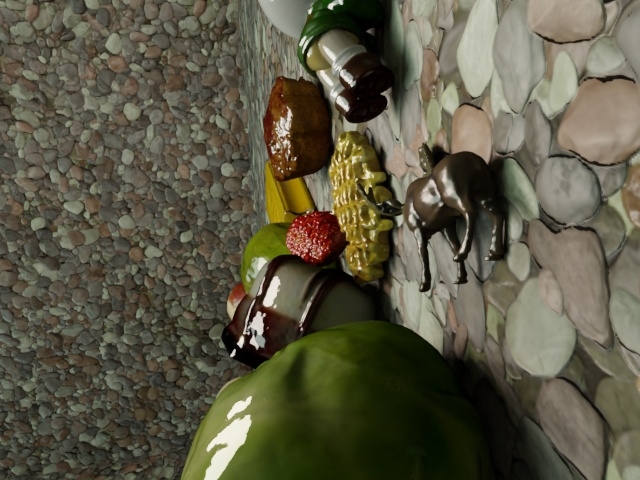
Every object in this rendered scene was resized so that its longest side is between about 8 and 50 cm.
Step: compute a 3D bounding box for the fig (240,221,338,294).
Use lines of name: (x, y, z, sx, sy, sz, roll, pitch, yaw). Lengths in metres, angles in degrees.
fig: (-0.068, 0.097, 1.238, 0.314, 0.232, 0.233, -105, 13, -60)

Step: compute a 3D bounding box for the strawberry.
strawberry: (0.003, 0.002, 1.105, 0.148, 0.131, 0.131, 44, 143, 43)

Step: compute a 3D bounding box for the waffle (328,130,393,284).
waffle: (0.063, -0.061, 0.942, 0.253, 0.056, 0.249, -117, 24, -54)

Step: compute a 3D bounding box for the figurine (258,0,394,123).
figurine: (0.003, -0.348, 0.815, 0.281, 0.167, 0.370, 97, 154, -64)

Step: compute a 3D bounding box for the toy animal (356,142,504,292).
toy animal: (0.124, -0.040, 0.608, 0.214, 0.093, 0.186, 125, 133, -62)

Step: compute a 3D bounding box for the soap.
soap: (-0.090, -0.080, 1.565, 0.324, 0.096, 0.204, -113, 21, -54)

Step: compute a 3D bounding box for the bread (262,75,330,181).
bread: (-0.060, -0.254, 1.223, 0.247, 0.135, 0.232, -119, 25, -62)

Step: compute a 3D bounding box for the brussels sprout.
brussels sprout: (0.033, 0.278, 0.632, 0.361, 0.342, 0.425, -56, -14, 13)

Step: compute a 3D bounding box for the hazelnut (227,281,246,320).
hazelnut: (-0.123, 0.190, 1.510, 0.241, 0.261, 0.261, -7, 89, 53)

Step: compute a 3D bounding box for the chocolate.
chocolate: (-0.024, 0.128, 0.970, 0.283, 0.283, 0.186, -135, 62, -72)

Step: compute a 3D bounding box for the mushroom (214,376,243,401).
mushroom: (-0.144, 0.551, 1.525, 0.325, 0.352, 0.354, 85, 176, -77)
